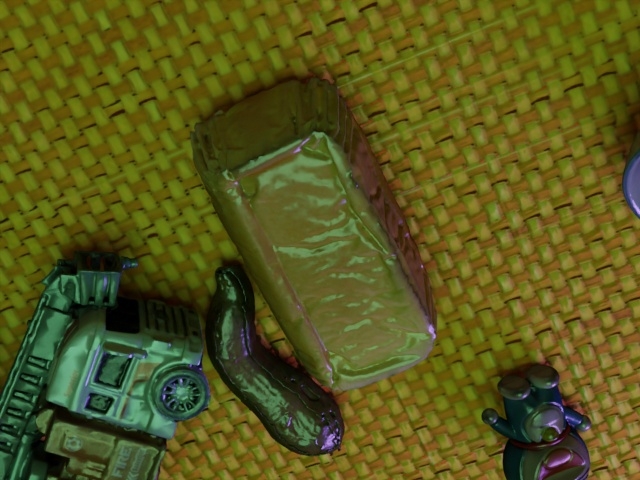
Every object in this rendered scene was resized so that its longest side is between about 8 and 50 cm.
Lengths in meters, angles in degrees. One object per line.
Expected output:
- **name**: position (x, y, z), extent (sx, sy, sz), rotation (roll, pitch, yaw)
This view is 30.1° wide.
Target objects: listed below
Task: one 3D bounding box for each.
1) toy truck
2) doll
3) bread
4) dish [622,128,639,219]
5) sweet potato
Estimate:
- **toy truck**: position (-0.225, 0.177, 1.139), extent (0.184, 0.133, 0.338), rotation (18, 104, -16)
- **doll**: position (0.224, 0.204, 1.205), extent (0.114, 0.085, 0.152), rotation (-16, 107, -11)
- **bread**: position (0.000, 0.000, 1.080), extent (0.152, 0.119, 0.288), rotation (-23, 116, 10)
- **dish**: position (0.402, -0.092, 1.012), extent (0.273, 0.134, 0.273), rotation (11, 157, 5)
- **sweet potato**: position (-0.056, 0.127, 1.184), extent (0.081, 0.062, 0.233), rotation (-33, 109, 2)
